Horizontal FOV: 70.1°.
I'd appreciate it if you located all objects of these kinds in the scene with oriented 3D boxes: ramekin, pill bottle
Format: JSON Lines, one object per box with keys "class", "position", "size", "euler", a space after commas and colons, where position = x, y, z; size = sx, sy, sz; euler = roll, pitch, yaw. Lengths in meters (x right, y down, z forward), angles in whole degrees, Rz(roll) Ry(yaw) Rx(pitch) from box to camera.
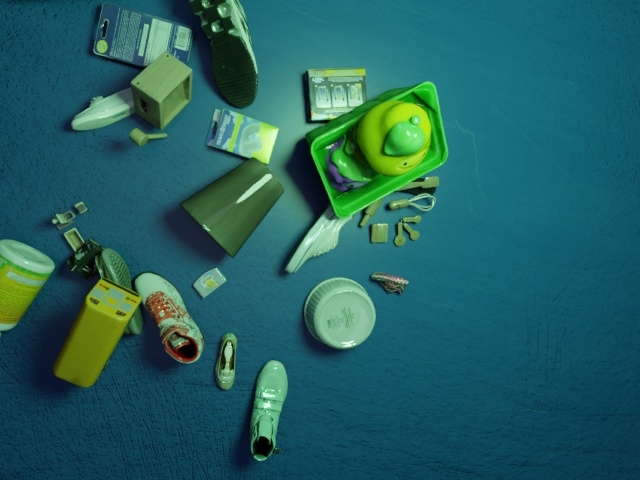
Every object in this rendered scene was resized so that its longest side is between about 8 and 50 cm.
{"class": "ramekin", "position": [0.061, 0.215, 1.318], "size": [0.207, 0.109, 0.207], "euler": [-1, 95, -12]}
{"class": "pill bottle", "position": [-0.780, 0.133, 1.111], "size": [0.136, 0.136, 0.245], "euler": [33, 87, -13]}

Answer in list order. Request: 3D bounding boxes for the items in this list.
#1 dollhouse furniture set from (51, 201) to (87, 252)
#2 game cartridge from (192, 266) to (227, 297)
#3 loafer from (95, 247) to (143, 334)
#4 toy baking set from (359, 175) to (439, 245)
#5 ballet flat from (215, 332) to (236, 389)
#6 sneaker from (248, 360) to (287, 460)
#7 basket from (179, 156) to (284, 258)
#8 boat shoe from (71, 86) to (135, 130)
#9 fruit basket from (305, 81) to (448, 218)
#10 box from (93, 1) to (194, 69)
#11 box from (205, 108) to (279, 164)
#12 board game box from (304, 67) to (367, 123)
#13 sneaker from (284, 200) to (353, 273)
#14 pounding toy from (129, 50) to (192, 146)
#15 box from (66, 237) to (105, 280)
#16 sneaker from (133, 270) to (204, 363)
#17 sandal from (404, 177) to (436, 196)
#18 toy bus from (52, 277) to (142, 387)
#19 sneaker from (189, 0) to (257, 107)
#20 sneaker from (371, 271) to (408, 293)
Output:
{"class": "dollhouse furniture set", "position": [-0.623, -0.027, 1.160], "size": [0.091, 0.081, 0.114], "euler": [-30, 100, -8]}
{"class": "game cartridge", "position": [-0.312, 0.115, 1.276], "size": [0.083, 0.017, 0.056], "euler": [-38, 98, -7]}
{"class": "loafer", "position": [-0.534, 0.142, 1.172], "size": [0.087, 0.094, 0.251], "euler": [-10, 111, -4]}
{"class": "toy baking set", "position": [0.238, -0.098, 1.358], "size": [0.197, 0.030, 0.256], "euler": [20, 104, -21]}
{"class": "ballet flat", "position": [-0.267, 0.346, 1.285], "size": [0.057, 0.052, 0.168], "euler": [2, 94, -13]}
{"class": "sneaker", "position": [-0.140, 0.477, 1.274], "size": [0.094, 0.151, 0.256], "euler": [11, 91, -11]}
{"class": "basket", "position": [-0.219, -0.099, 1.213], "size": [0.227, 0.154, 0.204], "euler": [-44, 120, -10]}
{"class": "boat shoe", "position": [-0.549, -0.339, 1.163], "size": [0.184, 0.066, 0.063], "euler": [-27, 89, -8]}
{"class": "fruit basket", "position": [0.168, -0.232, 1.151], "size": [0.392, 0.392, 0.283], "euler": [-30, 125, -9]}
{"class": "box", "position": [-0.454, -0.514, 1.181], "size": [0.225, 0.036, 0.136], "euler": [12, 92, -14]}
{"class": "box", "position": [-0.214, -0.286, 1.250], "size": [0.178, 0.042, 0.109], "euler": [16, 91, -14]}
{"class": "board game box", "position": [0.045, -0.410, 1.294], "size": [0.170, 0.048, 0.141], "euler": [-5, 94, -12]}
{"class": "sneaker", "position": [0.000, 0.000, 1.294], "size": [0.091, 0.094, 0.258], "euler": [38, 85, -8]}
{"class": "pounding toy", "position": [-0.424, -0.335, 1.144], "size": [0.094, 0.181, 0.206], "euler": [35, 65, -3]}
{"class": "box", "position": [-0.596, 0.049, 1.177], "size": [0.083, 0.052, 0.062], "euler": [-46, 137, -5]}
{"class": "sneaker", "position": [-0.397, 0.201, 1.197], "size": [0.090, 0.145, 0.270], "euler": [-34, 100, -8]}
{"class": "sandal", "position": [0.265, -0.177, 1.366], "size": [0.179, 0.040, 0.067], "euler": [18, 116, -24]}
{"class": "toy bus", "position": [-0.550, 0.241, 1.112], "size": [0.108, 0.130, 0.332], "euler": [29, 118, -15]}
{"class": "sneaker", "position": [-0.227, -0.524, 1.193], "size": [0.122, 0.146, 0.330], "euler": [-4, 121, 14]}
{"class": "sneaker", "position": [0.206, 0.132, 1.380], "size": [0.119, 0.047, 0.057], "euler": [15, 103, -12]}
